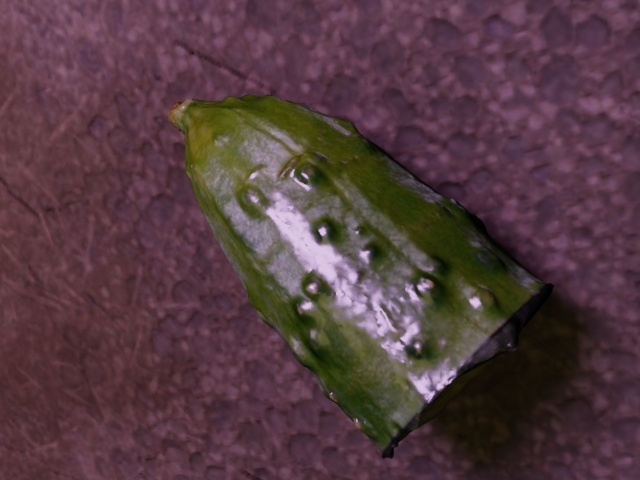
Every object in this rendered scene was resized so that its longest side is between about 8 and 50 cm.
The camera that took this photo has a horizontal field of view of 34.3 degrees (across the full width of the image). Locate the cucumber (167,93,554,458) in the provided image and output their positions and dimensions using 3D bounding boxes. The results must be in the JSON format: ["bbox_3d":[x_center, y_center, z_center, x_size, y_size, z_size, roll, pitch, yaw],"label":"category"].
[{"bbox_3d":[0.002,-0.003,0.584,0.244,0.134,0.134,42,120,13],"label":"cucumber"}]
